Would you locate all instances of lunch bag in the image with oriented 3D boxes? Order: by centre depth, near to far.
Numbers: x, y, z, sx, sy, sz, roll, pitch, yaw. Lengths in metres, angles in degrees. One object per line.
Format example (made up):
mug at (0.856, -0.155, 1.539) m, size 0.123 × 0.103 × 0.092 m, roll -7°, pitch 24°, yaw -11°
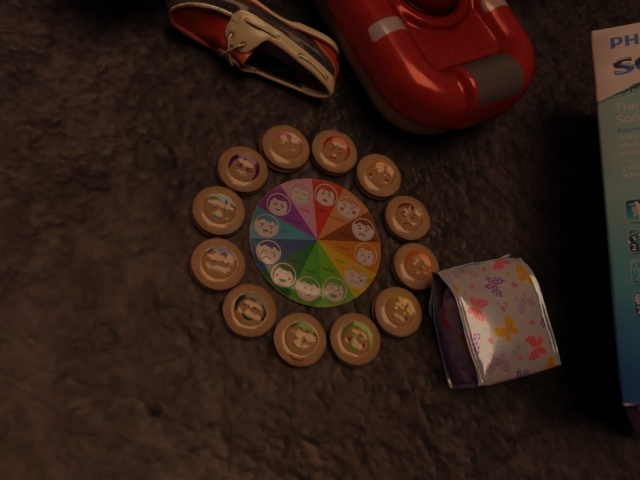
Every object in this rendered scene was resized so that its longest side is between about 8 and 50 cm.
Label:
lunch bag at (0.118, 0.056, 0.473) m, size 0.071 × 0.053 × 0.083 m, roll -11°, pitch 83°, yaw -20°

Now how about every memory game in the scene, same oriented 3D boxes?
memory game at (0.000, 0.000, 0.477) m, size 0.186 × 0.012 × 0.186 m, roll 7°, pitch 67°, yaw -16°

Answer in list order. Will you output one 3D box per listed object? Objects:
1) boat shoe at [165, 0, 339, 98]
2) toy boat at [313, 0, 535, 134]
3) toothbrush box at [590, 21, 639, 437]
boat shoe at (-0.049, -0.145, 0.499) m, size 0.137 × 0.049 × 0.043 m, roll 17°, pitch 61°, yaw -19°
toy boat at (0.086, -0.205, 0.509) m, size 0.151 × 0.151 × 0.231 m, roll -23°, pitch 78°, yaw -29°
toothbrush box at (0.314, -0.017, 0.472) m, size 0.216 × 0.126 × 0.295 m, roll -6°, pitch 65°, yaw 23°
